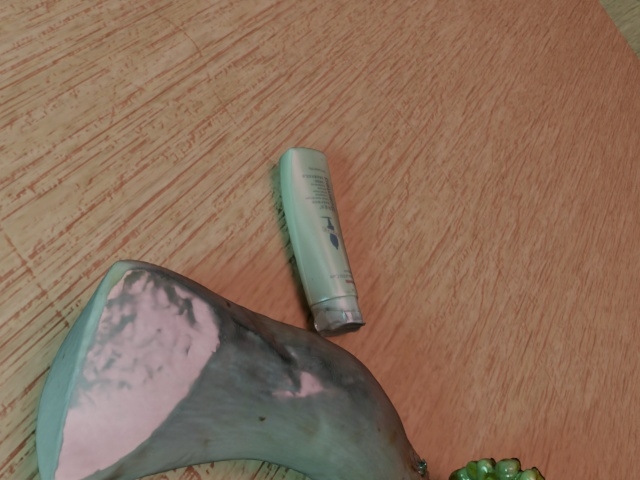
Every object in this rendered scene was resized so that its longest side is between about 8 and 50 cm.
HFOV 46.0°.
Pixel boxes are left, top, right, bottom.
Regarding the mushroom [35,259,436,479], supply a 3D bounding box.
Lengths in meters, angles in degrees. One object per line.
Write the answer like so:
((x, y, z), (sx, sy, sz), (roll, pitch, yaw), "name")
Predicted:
((-0.038, 0.156, 0.656), (0.397, 0.126, 0.177), (24, 62, -34), "mushroom")

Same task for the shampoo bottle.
((0.000, 0.000, 0.837), (0.072, 0.049, 0.212), (4, 65, -48), "shampoo bottle")

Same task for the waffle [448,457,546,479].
((0.206, 0.308, 0.777), (0.036, 0.169, 0.183), (-24, 75, -32), "waffle")
